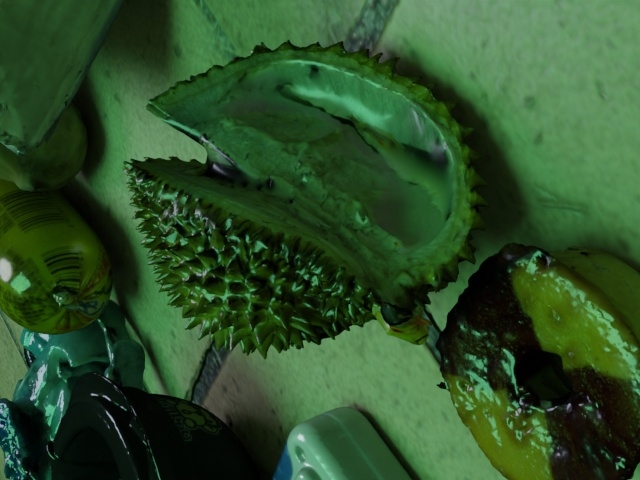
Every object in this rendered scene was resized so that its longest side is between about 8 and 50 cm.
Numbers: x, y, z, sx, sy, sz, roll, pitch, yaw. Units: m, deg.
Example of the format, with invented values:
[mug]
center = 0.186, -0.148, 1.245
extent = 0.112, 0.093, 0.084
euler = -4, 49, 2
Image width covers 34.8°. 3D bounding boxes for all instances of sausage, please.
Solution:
[sausage]
center = -0.321, -0.009, 1.091
extent = 0.347, 0.123, 0.123
euler = 41, 136, 46

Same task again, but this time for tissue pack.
[tissue pack]
center = -0.298, -0.231, 0.877
extent = 0.344, 0.125, 0.242
euler = 25, 89, 48

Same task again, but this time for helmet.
[helmet]
center = -0.130, 0.238, 0.898
extent = 0.230, 0.160, 0.279
euler = 39, 125, 47

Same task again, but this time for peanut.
[peanut]
center = -0.306, -0.116, 1.020
extent = 0.159, 0.109, 0.140
euler = 34, 151, -6

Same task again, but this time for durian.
[durian]
center = 0.000, 0.000, 0.594
extent = 0.237, 0.193, 0.138
euler = 56, 168, 43

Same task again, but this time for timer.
[timer]
center = 0.042, 0.262, 0.727
extent = 0.253, 0.078, 0.178
euler = 51, 141, 31

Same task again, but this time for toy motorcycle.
[toy motorcycle]
center = -0.261, 0.189, 1.085
extent = 0.206, 0.154, 0.260
euler = -14, 72, 44

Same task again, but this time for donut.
[donut]
center = 0.124, 0.063, 0.525
extent = 0.140, 0.059, 0.140
euler = 29, 127, 47
